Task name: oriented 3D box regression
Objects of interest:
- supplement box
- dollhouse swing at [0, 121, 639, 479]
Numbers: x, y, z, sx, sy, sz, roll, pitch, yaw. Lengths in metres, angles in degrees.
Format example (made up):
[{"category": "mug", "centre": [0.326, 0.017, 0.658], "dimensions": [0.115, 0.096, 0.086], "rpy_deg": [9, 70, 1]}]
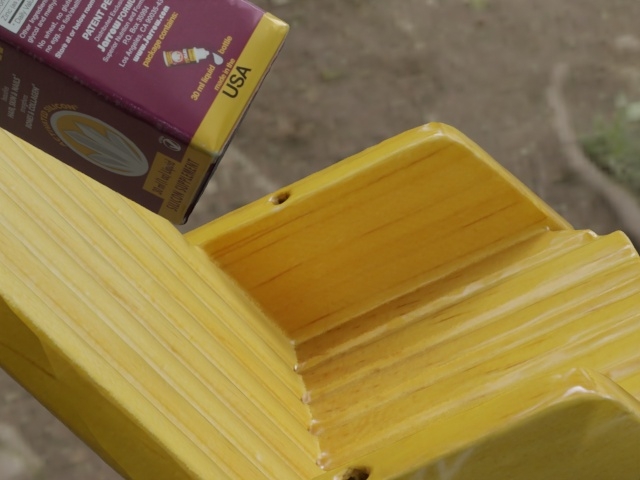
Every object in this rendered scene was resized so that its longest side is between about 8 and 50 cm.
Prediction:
[{"category": "supplement box", "centre": [-0.057, -0.048, 0.418], "dimensions": [0.043, 0.083, 0.055], "rpy_deg": [-62, 3, -22]}, {"category": "dollhouse swing", "centre": [0.000, 0.000, 0.862], "dimensions": [0.315, 0.305, 0.347], "rpy_deg": [-25, 24, 4]}]
